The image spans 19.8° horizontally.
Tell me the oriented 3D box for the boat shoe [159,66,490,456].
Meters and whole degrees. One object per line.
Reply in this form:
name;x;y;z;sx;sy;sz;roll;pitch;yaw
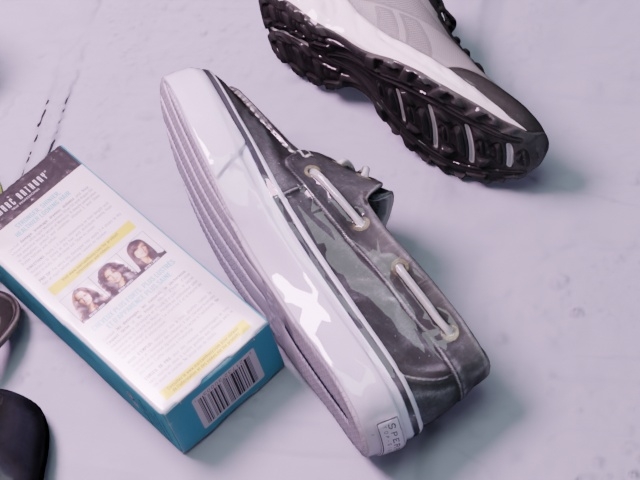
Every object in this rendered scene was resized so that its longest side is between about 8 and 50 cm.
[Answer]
boat shoe;0.000;0.000;1.294;0.119;0.121;0.335;-26;64;-15

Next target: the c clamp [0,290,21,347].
c clamp;-0.303;0.076;1.341;0.160;0.022;0.137;1;36;17

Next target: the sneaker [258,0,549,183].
sneaker;0.072;-0.141;1.375;0.108;0.100;0.271;-38;55;-20

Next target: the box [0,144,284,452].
box;-0.145;0.038;1.320;0.100;0.060;0.244;-41;56;-16

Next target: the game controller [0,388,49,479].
game controller;-0.348;0.178;1.281;0.319;0.067;0.166;-4;40;10

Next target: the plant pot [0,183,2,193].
plant pot;-0.297;-0.049;1.406;0.083;0.079;0.083;-7;54;10
